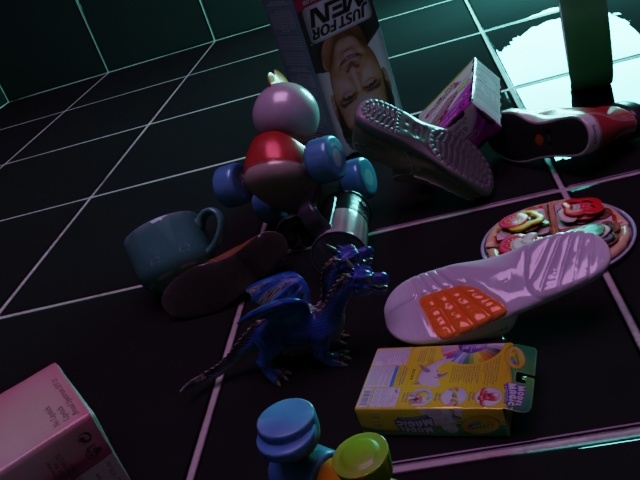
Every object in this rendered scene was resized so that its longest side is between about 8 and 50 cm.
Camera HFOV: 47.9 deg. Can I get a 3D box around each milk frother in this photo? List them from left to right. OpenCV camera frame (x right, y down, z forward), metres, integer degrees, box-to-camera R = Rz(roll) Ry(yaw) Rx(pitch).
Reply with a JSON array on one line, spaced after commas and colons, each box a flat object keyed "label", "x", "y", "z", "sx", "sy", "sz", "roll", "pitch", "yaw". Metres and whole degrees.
[{"label": "milk frother", "x": 0.000, "y": 0.000, "z": 1.103, "sx": 0.143, "sy": 0.129, "sz": 0.134, "roll": -55, "pitch": 11, "yaw": 29}]

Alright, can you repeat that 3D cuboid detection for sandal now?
[{"label": "sandal", "x": 0.206, "y": 0.073, "z": 0.836, "sx": 0.265, "sy": 0.076, "sz": 0.101, "roll": -19, "pitch": 44, "yaw": 16}]

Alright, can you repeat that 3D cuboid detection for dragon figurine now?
[{"label": "dragon figurine", "x": -0.049, "y": 0.094, "z": 0.883, "sx": 0.289, "sy": 0.144, "sz": 0.085, "roll": -14, "pitch": 27, "yaw": 10}]

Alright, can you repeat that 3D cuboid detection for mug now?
[{"label": "mug", "x": -0.227, "y": 0.020, "z": 1.140, "sx": 0.130, "sy": 0.097, "sz": 0.158, "roll": -13, "pitch": -19, "yaw": -43}]

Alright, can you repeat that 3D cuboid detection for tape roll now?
[{"label": "tape roll", "x": 0.488, "y": -0.447, "z": 1.355, "sx": 0.077, "sy": 0.321, "sz": 0.321, "roll": -9, "pitch": 29, "yaw": 19}]

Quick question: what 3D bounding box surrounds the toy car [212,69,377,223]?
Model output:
[{"label": "toy car", "x": -0.044, "y": -0.175, "z": 1.221, "sx": 0.219, "sy": 0.210, "sz": 0.237, "roll": -12, "pitch": 71, "yaw": 29}]

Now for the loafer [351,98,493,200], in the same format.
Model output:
[{"label": "loafer", "x": 0.159, "y": -0.135, "z": 1.151, "sx": 0.251, "sy": 0.087, "sz": 0.094, "roll": 30, "pitch": 48, "yaw": -2}]

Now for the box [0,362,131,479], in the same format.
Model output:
[{"label": "box", "x": -0.344, "y": 0.264, "z": 0.775, "sx": 0.232, "sy": 0.126, "sz": 0.149, "roll": -32, "pitch": 30, "yaw": -24}]

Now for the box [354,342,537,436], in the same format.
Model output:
[{"label": "box", "x": 0.137, "y": 0.156, "z": 0.763, "sx": 0.179, "sy": 0.043, "sz": 0.105, "roll": -8, "pitch": 29, "yaw": 26}]

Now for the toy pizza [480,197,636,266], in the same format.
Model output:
[{"label": "toy pizza", "x": 0.315, "y": -0.010, "z": 0.969, "sx": 0.201, "sy": 0.032, "sz": 0.201, "roll": -15, "pitch": 27, "yaw": 8}]

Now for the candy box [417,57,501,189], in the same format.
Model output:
[{"label": "candy box", "x": 0.238, "y": -0.211, "z": 1.268, "sx": 0.159, "sy": 0.071, "sz": 0.233, "roll": -45, "pitch": 12, "yaw": 31}]

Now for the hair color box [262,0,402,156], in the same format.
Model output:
[{"label": "hair color box", "x": 0.028, "y": -0.374, "z": 1.451, "sx": 0.185, "sy": 0.374, "sz": 0.114, "roll": -33, "pitch": 30, "yaw": -25}]

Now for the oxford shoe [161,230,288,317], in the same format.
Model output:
[{"label": "oxford shoe", "x": -0.143, "y": 0.053, "z": 1.107, "sx": 0.212, "sy": 0.076, "sz": 0.076, "roll": -28, "pitch": 7, "yaw": 0}]

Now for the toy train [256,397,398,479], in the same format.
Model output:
[{"label": "toy train", "x": 0.055, "y": 0.218, "z": 0.586, "sx": 0.248, "sy": 0.143, "sz": 0.105, "roll": 7, "pitch": 37, "yaw": 41}]

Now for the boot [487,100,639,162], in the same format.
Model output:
[{"label": "boot", "x": 0.411, "y": -0.188, "z": 1.202, "sx": 0.176, "sy": 0.088, "sz": 0.244, "roll": -17, "pitch": 17, "yaw": -28}]
